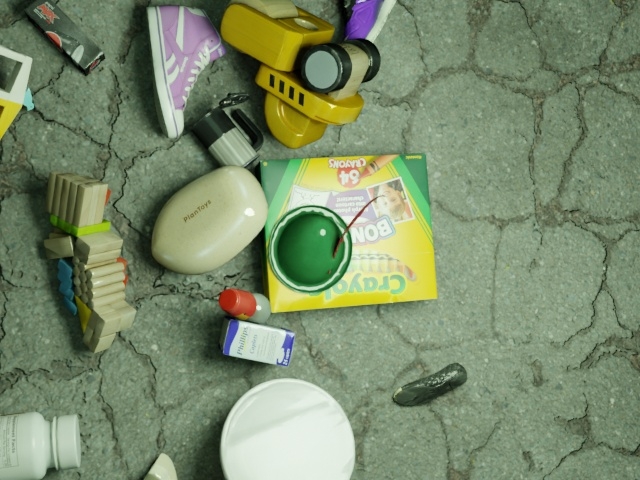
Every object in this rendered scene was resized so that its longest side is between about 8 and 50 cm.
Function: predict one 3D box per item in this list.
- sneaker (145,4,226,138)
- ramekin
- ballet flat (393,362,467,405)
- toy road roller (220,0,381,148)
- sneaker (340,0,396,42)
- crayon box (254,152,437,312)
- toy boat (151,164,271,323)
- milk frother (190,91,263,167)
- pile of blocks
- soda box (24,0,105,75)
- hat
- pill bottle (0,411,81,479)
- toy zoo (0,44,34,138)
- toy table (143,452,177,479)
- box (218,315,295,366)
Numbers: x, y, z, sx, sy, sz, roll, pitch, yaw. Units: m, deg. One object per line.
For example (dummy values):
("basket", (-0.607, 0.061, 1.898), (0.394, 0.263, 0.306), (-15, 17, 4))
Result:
("sneaker", (-0.271, -0.355, 1.661), (0.160, 0.102, 0.282), (-4, 86, -15))
("ramekin", (-0.074, 0.422, 1.594), (0.272, 0.127, 0.273), (5, 67, -12))
("ballet flat", (0.240, 0.318, 1.750), (0.173, 0.049, 0.058), (-18, 117, -8))
("toy road roller", (-0.061, -0.342, 1.651), (0.329, 0.202, 0.241), (34, 119, 14))
("sneaker", (0.082, -0.523, 1.756), (0.146, 0.102, 0.294), (29, 75, -4))
("crayon box", (0.054, -0.017, 1.697), (0.362, 0.106, 0.313), (-4, 86, -12))
("toy boat", (-0.197, 0.023, 1.601), (0.267, 0.148, 0.318), (-30, 68, 13))
("milk frother", (-0.176, -0.222, 1.647), (0.129, 0.143, 0.135), (-40, 95, -16))
("pile of blocks", (-0.456, 0.035, 1.599), (0.112, 0.148, 0.363), (-16, 100, -55))
("soda box", (-0.523, -0.421, 1.634), (0.169, 0.053, 0.060), (44, 78, -5))
("hat", (0.000, 0.000, 1.537), (0.172, 0.183, 0.209), (16, 84, -9))
("pill bottle", (-0.579, 0.395, 1.514), (0.229, 0.131, 0.131), (-5, 86, -13))
("toy zoo", (-0.677, -0.296, 1.511), (0.293, 0.030, 0.192), (16, 104, -51))
("toy table", (-0.296, 0.536, 1.520), (0.160, 0.252, 0.274), (34, 112, -2))
("box", (-0.132, 0.204, 1.628), (0.137, 0.126, 0.072), (13, 85, -11))
